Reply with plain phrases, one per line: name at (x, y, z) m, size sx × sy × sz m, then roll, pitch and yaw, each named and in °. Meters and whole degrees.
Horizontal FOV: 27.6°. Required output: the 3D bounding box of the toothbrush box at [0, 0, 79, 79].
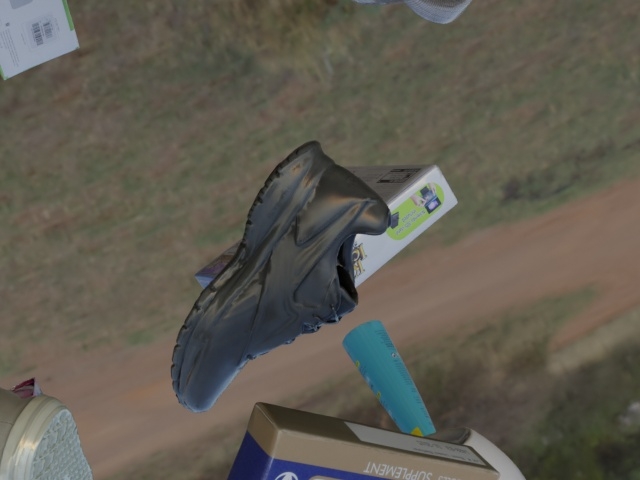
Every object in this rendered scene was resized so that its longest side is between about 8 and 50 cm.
toothbrush box at (-0.457, -0.396, 1.787) m, size 0.122 × 0.283 × 0.206 m, roll -28°, pitch 147°, yaw -16°

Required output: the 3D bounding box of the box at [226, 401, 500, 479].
box at (-0.011, 0.198, 0.652) m, size 0.136 × 0.036 × 0.225 m, roll 16°, pitch 103°, yaw -32°

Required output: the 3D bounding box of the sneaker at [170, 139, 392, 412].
sneaker at (-0.039, 0.054, 1.203) m, size 0.286 × 0.130 × 0.109 m, roll -58°, pitch 177°, yaw 19°

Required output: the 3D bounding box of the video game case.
video game case at (0.000, 0.000, 1.589) m, size 0.244 × 0.061 × 0.269 m, roll -38°, pitch -162°, yaw -20°

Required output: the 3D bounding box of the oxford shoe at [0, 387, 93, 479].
oxford shoe at (-0.346, 0.294, 1.481) m, size 0.130 × 0.169 × 0.449 m, roll 16°, pitch 146°, yaw 6°

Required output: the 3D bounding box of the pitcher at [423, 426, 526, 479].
pitcher at (0.119, 0.247, 1.003) m, size 0.125 × 0.207 × 0.178 m, roll -24°, pitch -174°, yaw 4°

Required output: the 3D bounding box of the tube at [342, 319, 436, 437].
tube at (0.095, 0.185, 1.450) m, size 0.052 × 0.207 × 0.080 m, roll -33°, pitch 154°, yaw 4°

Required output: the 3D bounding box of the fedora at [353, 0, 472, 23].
fedora at (0.071, -0.349, 1.476) m, size 0.124 × 0.243 × 0.275 m, roll -15°, pitch -173°, yaw 36°

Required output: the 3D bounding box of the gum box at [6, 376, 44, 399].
gum box at (-0.408, 0.262, 1.592) m, size 0.188 × 0.107 × 0.062 m, roll -27°, pitch -160°, yaw -3°
